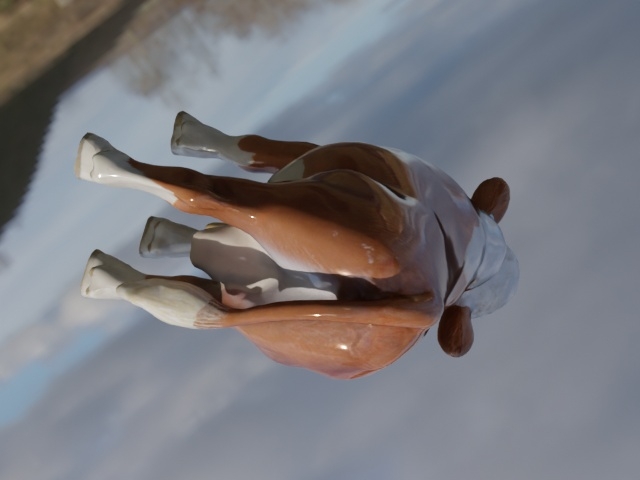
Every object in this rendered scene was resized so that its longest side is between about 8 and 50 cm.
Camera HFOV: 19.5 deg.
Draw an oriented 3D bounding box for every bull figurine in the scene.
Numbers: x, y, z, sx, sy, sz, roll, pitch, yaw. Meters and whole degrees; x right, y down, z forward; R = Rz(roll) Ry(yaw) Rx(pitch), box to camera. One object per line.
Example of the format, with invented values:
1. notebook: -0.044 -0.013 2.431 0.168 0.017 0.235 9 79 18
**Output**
1. bull figurine: 0.000 0.000 0.895 0.310 0.188 0.101 -15 117 -82
